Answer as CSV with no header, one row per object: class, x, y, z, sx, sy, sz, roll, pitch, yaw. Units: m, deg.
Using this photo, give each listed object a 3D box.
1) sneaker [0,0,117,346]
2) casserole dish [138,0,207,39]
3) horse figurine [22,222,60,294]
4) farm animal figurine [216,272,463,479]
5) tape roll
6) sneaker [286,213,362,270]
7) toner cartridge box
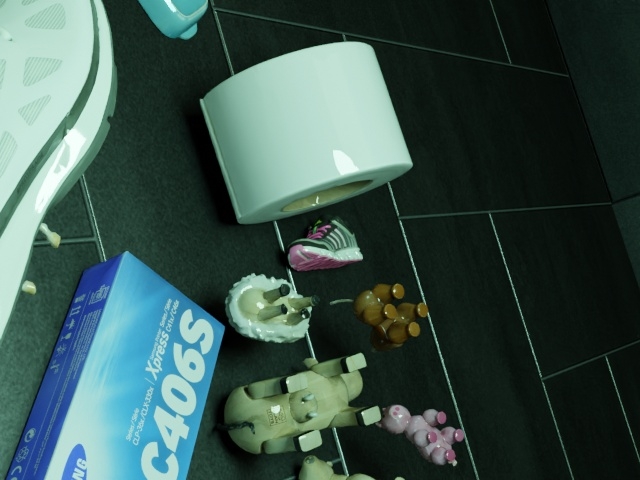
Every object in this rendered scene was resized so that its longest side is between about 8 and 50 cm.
sneaker,-0.290,-0.119,0.754,0.257,0.169,0.447,65,27,-51
casserole dish,-0.216,-0.363,1.422,0.188,0.037,0.114,57,37,-17
horse figurine,-0.336,-0.067,1.057,0.174,0.066,0.263,25,64,-29
farm animal figurine,0.011,0.220,1.320,0.327,0.172,0.330,9,73,-38
tape roll,-0.018,-0.137,1.386,0.246,0.246,0.169,-12,82,-55
sneaker,0.000,0.000,1.498,0.170,0.063,0.074,0,73,-59
toner cartridge box,-0.213,0.198,1.090,0.165,0.075,0.347,41,43,-33
